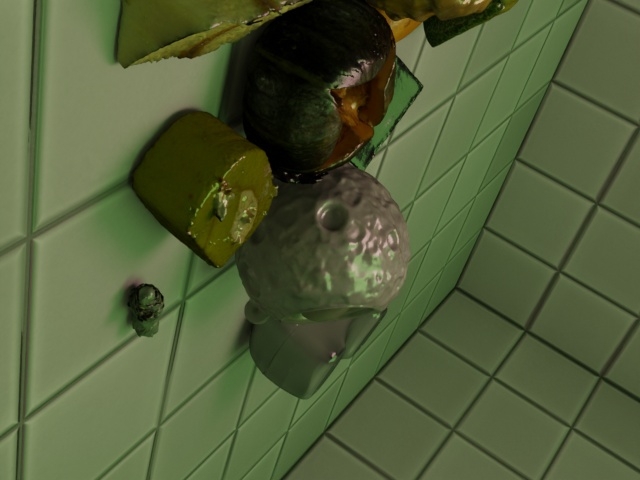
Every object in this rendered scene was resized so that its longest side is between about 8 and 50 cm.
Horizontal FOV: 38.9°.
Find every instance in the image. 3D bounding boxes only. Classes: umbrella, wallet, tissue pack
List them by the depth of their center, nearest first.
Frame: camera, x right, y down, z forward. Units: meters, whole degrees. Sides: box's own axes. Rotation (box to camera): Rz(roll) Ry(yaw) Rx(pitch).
[{"bbox_3d":[-0.297,0.118,1.542,0.143,0.062,0.067,112,-18,-59],"label":"umbrella"},{"bbox_3d":[0.123,-0.279,1.988,0.244,0.025,0.124,-54,131,-5],"label":"wallet"},{"bbox_3d":[-0.019,0.200,2.183,0.333,0.236,0.229,-36,161,-50],"label":"tissue pack"}]

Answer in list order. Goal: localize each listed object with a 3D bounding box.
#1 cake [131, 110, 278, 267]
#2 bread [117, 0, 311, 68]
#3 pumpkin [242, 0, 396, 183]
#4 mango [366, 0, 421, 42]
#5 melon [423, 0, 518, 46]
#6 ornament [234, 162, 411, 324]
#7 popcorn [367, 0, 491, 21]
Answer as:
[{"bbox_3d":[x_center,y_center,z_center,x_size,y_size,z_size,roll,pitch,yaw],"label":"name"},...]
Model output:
[{"bbox_3d":[-0.169,-0.078,1.416,0.179,0.156,0.260,-48,163,-9],"label":"cake"},{"bbox_3d":[-0.136,-0.308,1.184,0.266,0.178,0.141,-40,124,-51],"label":"bread"},{"bbox_3d":[0.001,-0.255,1.491,0.320,0.192,0.320,-48,159,-25],"label":"pumpkin"},{"bbox_3d":[0.143,-0.445,1.703,0.219,0.112,0.145,-48,163,-3],"label":"mango"},{"bbox_3d":[0.309,-0.514,1.823,0.343,0.226,0.331,-28,-124,57],"label":"melon"},{"bbox_3d":[0.000,0.000,1.718,0.337,0.337,0.337,-50,161,-24],"label":"ornament"},{"bbox_3d":[0.170,-0.457,1.467,0.332,0.265,0.225,173,-85,-86],"label":"popcorn"}]
